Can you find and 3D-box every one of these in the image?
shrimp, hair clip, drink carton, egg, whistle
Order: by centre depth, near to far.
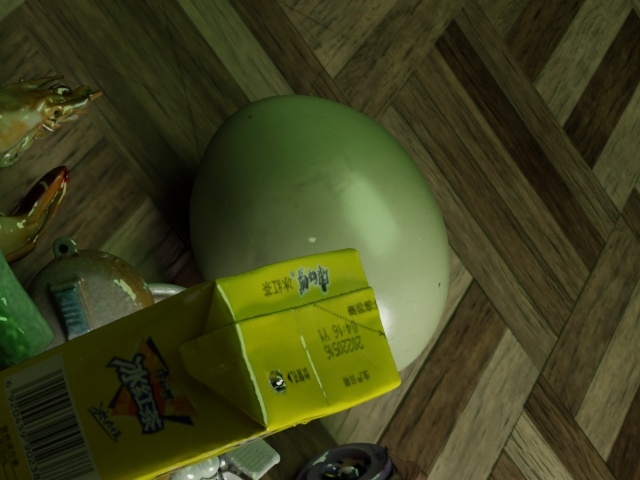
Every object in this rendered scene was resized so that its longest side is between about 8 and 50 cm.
[{"bbox_3d":[-0.128,0.114,1.284,0.155,0.351,0.111,-12,80,-52],"label":"drink carton"},{"bbox_3d":[-0.172,0.100,1.456,0.057,0.107,0.220,-66,140,-70],"label":"whistle"},{"bbox_3d":[-0.251,-0.059,1.478,0.133,0.053,0.236,55,43,-6],"label":"shrimp"},{"bbox_3d":[-0.118,0.120,1.550,0.140,0.054,0.220,-40,99,-40],"label":"hair clip"},{"bbox_3d":[0.000,0.000,1.611,0.219,0.219,0.269,-19,86,-53],"label":"egg"}]

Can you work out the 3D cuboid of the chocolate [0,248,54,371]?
[{"bbox_3d":[-0.306,-0.018,1.341,0.291,0.110,0.110,50,40,-18],"label":"chocolate"}]

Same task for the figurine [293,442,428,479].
[{"bbox_3d":[0.057,0.250,1.631,0.114,0.126,0.157,-46,111,-6],"label":"figurine"}]
